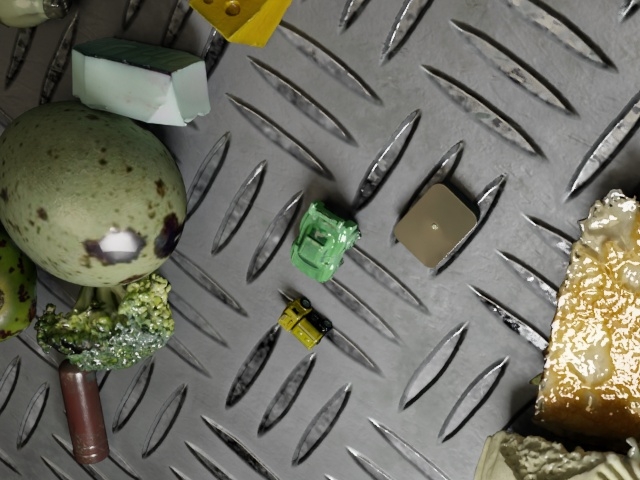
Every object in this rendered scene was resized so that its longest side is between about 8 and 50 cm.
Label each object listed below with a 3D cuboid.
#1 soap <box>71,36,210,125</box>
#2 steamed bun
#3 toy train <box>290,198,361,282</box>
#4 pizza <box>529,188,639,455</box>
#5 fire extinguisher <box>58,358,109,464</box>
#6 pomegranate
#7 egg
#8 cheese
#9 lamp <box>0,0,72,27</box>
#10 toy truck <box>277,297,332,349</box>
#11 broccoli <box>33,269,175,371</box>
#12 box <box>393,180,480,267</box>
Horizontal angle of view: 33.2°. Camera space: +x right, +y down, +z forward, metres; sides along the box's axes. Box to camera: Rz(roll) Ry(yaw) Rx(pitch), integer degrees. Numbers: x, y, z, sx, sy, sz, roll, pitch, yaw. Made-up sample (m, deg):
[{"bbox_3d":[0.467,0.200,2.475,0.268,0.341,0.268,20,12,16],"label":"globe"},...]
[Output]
[{"bbox_3d":[-0.283,-0.259,1.714,0.230,0.145,0.091,14,117,23],"label":"soap"},{"bbox_3d":[0.352,0.420,1.596,0.290,0.273,0.272,41,163,-25],"label":"steamed bun"},{"bbox_3d":[0.000,0.000,1.708,0.099,0.081,0.149,33,123,12],"label":"toy train"},{"bbox_3d":[0.469,0.182,1.527,0.435,0.080,0.392,43,125,8],"label":"pizza"},{"bbox_3d":[-0.475,0.307,2.121,0.089,0.072,0.268,34,133,58],"label":"fire extinguisher"},{"bbox_3d":[-0.648,0.091,2.009,0.270,0.254,0.254,30,130,56],"label":"pomegranate"},{"bbox_3d":[-0.387,-0.080,1.761,0.379,0.287,0.288,23,122,35],"label":"egg"},{"bbox_3d":[-0.091,-0.385,1.597,0.093,0.126,0.171,44,107,13],"label":"cheese"},{"bbox_3d":[-0.523,-0.412,1.812,0.250,0.101,0.101,15,118,27],"label":"lamp"},{"bbox_3d":[-0.030,0.139,1.801,0.083,0.054,0.049,44,125,7],"label":"toy truck"},{"bbox_3d":[-0.383,0.108,1.901,0.263,0.246,0.243,127,139,-71],"label":"broccoli"},{"bbox_3d":[0.178,-0.026,1.626,0.091,0.031,0.126,44,124,6],"label":"box"}]
